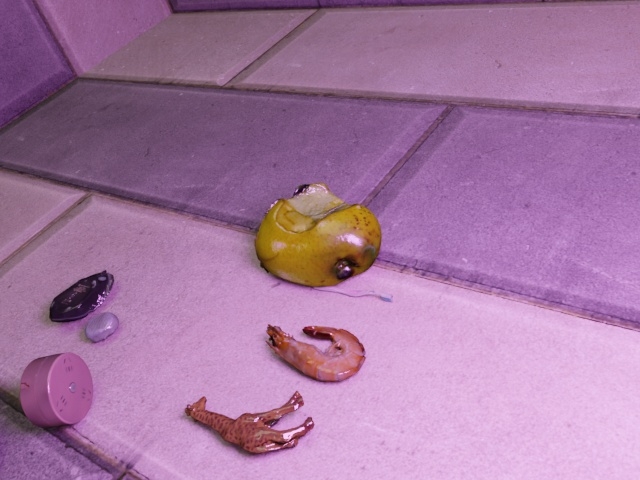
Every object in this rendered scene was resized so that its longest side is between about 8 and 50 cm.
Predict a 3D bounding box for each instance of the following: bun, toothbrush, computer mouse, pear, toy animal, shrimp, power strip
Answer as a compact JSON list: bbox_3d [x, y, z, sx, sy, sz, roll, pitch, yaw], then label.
[{"bbox_3d":[-0.523,0.210,1.649,0.083,0.045,0.083,-15,38,13],"label":"bun"},{"bbox_3d":[0.068,0.111,1.504,0.204,0.022,0.017,7,35,34],"label":"toothbrush"},{"bbox_3d":[-0.604,0.152,1.751,0.106,0.062,0.192,10,41,37],"label":"computer mouse"},{"bbox_3d":[0.000,0.000,1.556,0.238,0.164,0.255,-34,37,-21],"label":"pear"},{"bbox_3d":[-0.139,0.341,1.290,0.275,0.054,0.149,-10,35,16],"label":"toy animal"},{"bbox_3d":[-0.012,0.211,1.389,0.236,0.053,0.133,17,53,36],"label":"shrimp"},{"bbox_3d":[-0.550,0.315,1.445,0.078,0.154,0.154,-13,37,16],"label":"power strip"}]
